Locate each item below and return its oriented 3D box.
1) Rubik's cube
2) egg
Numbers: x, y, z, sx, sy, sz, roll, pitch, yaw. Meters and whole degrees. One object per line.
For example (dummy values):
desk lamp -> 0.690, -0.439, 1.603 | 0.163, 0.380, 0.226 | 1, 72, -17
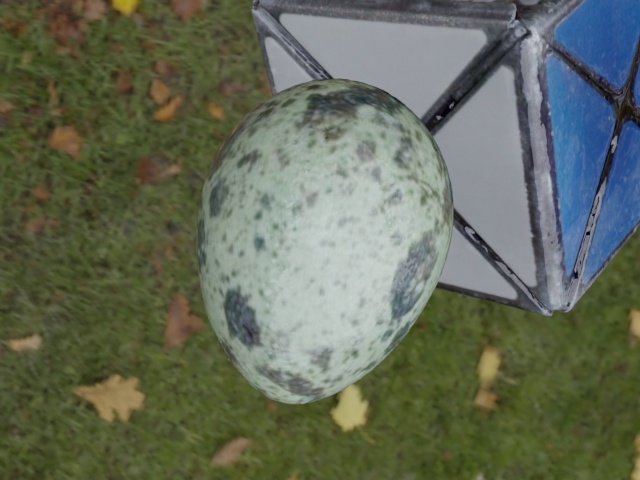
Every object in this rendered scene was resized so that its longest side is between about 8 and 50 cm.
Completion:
Rubik's cube -> 0.131, -0.128, 1.115 | 0.259, 0.254, 0.260 | -40, 131, -41
egg -> 0.000, 0.000, 0.719 | 0.132, 0.132, 0.172 | 25, 74, -44
